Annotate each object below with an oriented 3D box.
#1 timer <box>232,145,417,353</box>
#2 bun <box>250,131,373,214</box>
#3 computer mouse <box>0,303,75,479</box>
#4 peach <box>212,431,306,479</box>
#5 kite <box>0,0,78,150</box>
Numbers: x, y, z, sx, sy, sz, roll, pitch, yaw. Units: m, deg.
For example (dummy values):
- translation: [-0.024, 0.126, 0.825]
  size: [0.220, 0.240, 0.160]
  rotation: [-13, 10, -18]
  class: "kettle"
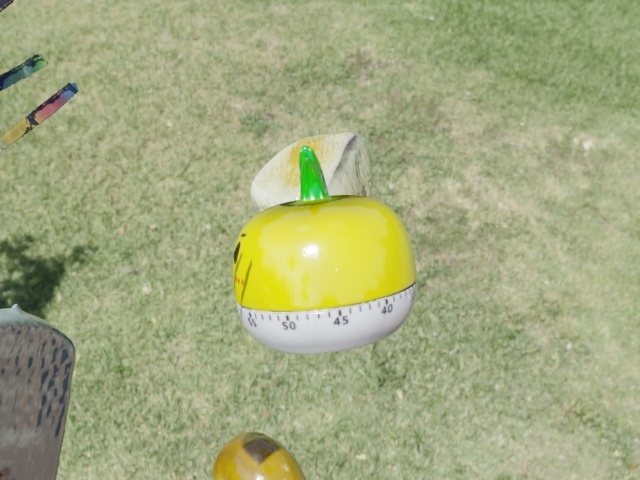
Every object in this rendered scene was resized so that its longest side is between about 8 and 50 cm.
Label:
- translation: [0.000, 0.000, 0.997]
  size: [0.285, 0.285, 0.285]
  rotation: [2, 43, -2]
  class: "timer"
- translation: [-0.003, -0.085, 1.273]
  size: [0.243, 0.153, 0.244]
  rotation: [-25, 30, 16]
  class: "bun"
- translation: [-0.219, 0.150, 0.422]
  size: [0.079, 0.128, 0.231]
  rotation: [8, 78, 13]
  class: "computer mouse"
- translation: [-0.114, 0.503, 1.411]
  size: [0.153, 0.251, 0.251]
  rotation: [-29, 52, -27]
  class: "peach"
- translation: [-0.309, -0.067, 0.505]
  size: [0.285, 0.015, 0.152]
  rotation: [-44, 101, -19]
  class: "kite"
